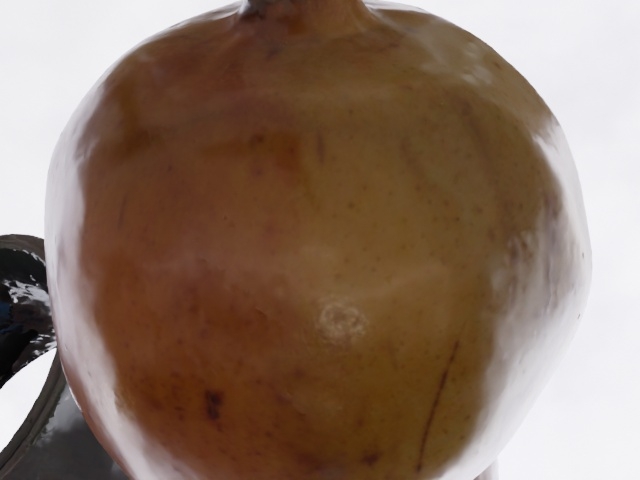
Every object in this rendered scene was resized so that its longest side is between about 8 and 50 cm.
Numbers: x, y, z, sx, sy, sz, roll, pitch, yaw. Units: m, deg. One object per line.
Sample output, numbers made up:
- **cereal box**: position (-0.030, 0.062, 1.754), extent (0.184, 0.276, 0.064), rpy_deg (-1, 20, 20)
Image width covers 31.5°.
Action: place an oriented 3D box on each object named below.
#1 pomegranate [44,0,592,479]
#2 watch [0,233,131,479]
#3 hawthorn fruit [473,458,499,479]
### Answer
- **pomegranate**: position (0.000, 0.000, 0.527), extent (0.264, 0.264, 0.264), rpy_deg (-1, -103, 3)
- **watch**: position (-0.293, 0.157, 0.923), extent (0.335, 0.314, 0.327), rpy_deg (14, -117, 43)
- **hawthorn fruit**: position (-0.051, 0.206, 1.199), extent (0.472, 0.472, 0.471), rpy_deg (-1, -103, 3)
